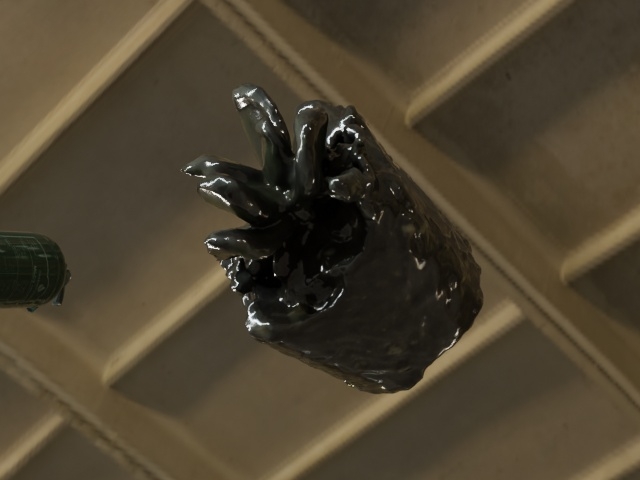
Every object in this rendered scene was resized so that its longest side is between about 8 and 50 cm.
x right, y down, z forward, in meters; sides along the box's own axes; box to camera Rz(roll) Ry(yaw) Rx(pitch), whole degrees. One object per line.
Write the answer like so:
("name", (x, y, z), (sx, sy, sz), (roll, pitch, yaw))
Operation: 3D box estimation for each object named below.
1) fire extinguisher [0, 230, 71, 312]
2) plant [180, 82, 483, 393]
("fire extinguisher", (-0.393, 0.040, 1.448), (0.095, 0.311, 0.114), (28, -78, 23))
("plant", (0.000, 0.000, 1.036), (0.188, 0.199, 0.276), (-40, -57, 10))
